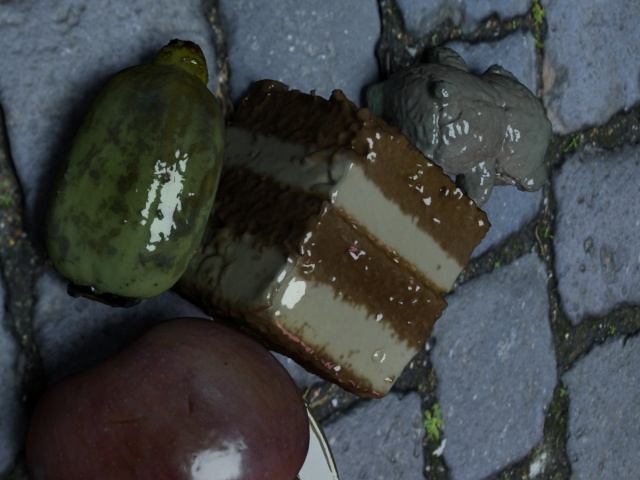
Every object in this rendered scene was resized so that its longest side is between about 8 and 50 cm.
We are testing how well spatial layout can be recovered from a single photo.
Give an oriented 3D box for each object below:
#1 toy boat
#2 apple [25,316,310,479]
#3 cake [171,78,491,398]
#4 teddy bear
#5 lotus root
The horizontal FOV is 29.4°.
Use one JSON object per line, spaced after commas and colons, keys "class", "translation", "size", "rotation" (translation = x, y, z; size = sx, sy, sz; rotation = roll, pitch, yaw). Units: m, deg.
{"class": "toy boat", "translation": [-0.019, 0.284, 1.603], "size": [0.064, 0.072, 0.206], "rotation": [-21, 100, -19]}
{"class": "apple", "translation": [-0.168, 0.218, 1.343], "size": [0.305, 0.305, 0.235], "rotation": [-29, 86, -31]}
{"class": "cake", "translation": [0.000, 0.000, 1.449], "size": [0.282, 0.255, 0.290], "rotation": [37, 80, -39]}
{"class": "teddy bear", "translation": [0.192, -0.155, 1.629], "size": [0.267, 0.151, 0.236], "rotation": [1, 71, -48]}
{"class": "lotus root", "translation": [-0.198, -0.078, 1.337], "size": [0.173, 0.173, 0.309], "rotation": [20, 85, -40]}
